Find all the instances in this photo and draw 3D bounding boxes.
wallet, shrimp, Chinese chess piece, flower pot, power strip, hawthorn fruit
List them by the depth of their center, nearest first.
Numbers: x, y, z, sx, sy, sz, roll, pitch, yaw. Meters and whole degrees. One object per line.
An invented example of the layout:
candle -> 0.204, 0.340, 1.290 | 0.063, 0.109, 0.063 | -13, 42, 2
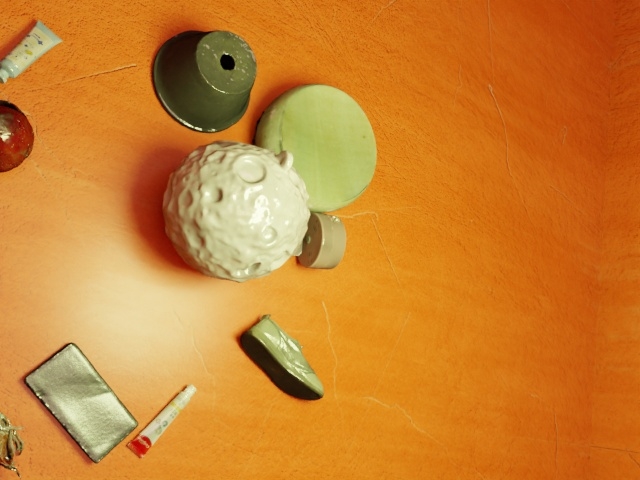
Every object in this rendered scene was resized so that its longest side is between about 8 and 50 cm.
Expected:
shrimp -> -0.638, 0.390, 1.201 | 0.190, 0.074, 0.073 | 60, 26, -5
hawthorn fruit -> -0.653, -0.215, 1.210 | 0.148, 0.172, 0.148 | 1, 86, -10
wallet -> -0.511, 0.350, 1.313 | 0.124, 0.025, 0.244 | -42, 105, -30
flower pot -> -0.260, -0.415, 1.503 | 0.269, 0.166, 0.269 | 6, 79, -35
power strip -> 0.000, 0.000, 1.624 | 0.078, 0.154, 0.154 | 7, 80, -29
Chinese chess piece -> -0.012, -0.248, 1.655 | 0.349, 0.146, 0.349 | 5, 81, -34

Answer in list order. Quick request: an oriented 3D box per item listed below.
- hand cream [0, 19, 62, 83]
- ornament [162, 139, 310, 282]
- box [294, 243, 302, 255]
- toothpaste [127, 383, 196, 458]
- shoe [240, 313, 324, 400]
hand cream -> -0.640, -0.406, 1.319 | 0.065, 0.043, 0.171 | 43, 61, -21
ornament -> -0.195, -0.060, 1.397 | 0.337, 0.337, 0.337 | 5, 81, -33
box -> -0.092, -0.021, 1.624 | 0.091, 0.031, 0.126 | 4, 80, -11
toothpaste -> -0.359, 0.411, 1.406 | 0.190, 0.031, 0.048 | -48, 113, -26
shoe -> -0.084, 0.306, 1.562 | 0.275, 0.103, 0.098 | 51, 49, -18
